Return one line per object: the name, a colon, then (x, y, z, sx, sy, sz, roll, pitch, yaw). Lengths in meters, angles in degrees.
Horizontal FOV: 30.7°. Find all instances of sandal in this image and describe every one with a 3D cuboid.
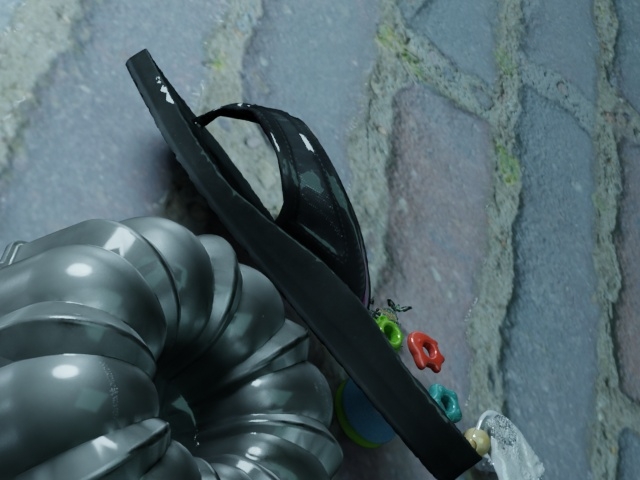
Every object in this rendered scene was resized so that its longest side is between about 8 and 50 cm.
sandal: (0.001, 0.001, 0.991, 0.446, 0.107, 0.167, 51, 0, 6)

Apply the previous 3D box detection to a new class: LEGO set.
LEGO set: (0.053, 0.082, 1.118, 0.083, 0.023, 0.054, -4, 64, -29)

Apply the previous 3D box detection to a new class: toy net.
toy net: (0.118, 0.166, 1.104, 0.232, 0.045, 0.122, 31, 44, -25)

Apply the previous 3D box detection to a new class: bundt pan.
bundt pan: (-0.106, 0.123, 0.824, 0.330, 0.124, 0.331, 32, 43, -36)
